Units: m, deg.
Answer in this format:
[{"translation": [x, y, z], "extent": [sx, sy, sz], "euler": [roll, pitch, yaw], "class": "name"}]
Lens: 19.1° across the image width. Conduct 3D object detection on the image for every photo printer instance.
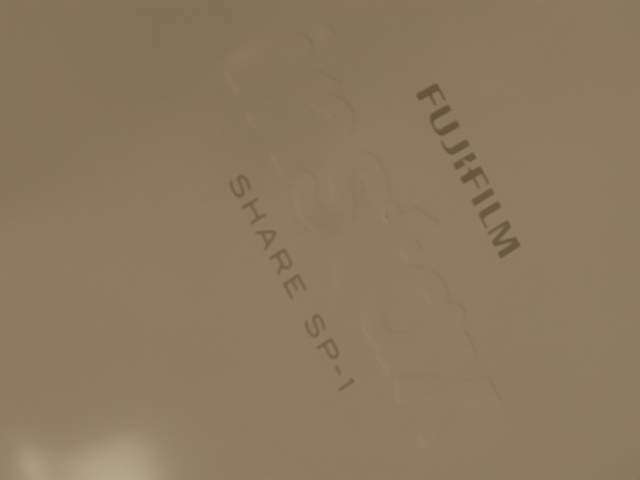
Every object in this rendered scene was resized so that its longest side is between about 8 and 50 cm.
[{"translation": [0.000, 0.000, 0.486], "extent": [0.307, 0.256, 0.107], "euler": [-31, 6, -29], "class": "photo printer"}]
